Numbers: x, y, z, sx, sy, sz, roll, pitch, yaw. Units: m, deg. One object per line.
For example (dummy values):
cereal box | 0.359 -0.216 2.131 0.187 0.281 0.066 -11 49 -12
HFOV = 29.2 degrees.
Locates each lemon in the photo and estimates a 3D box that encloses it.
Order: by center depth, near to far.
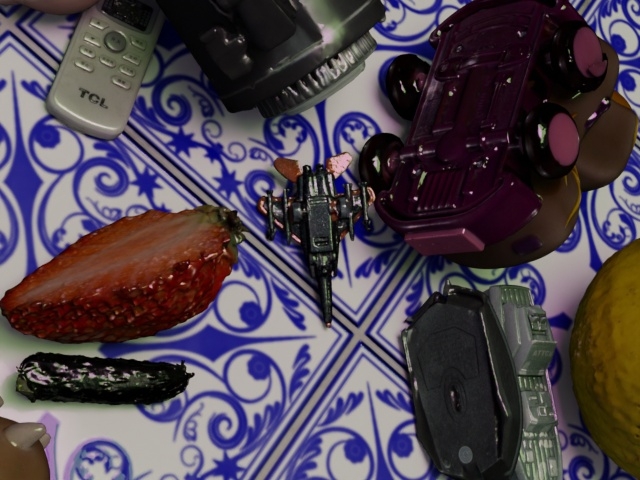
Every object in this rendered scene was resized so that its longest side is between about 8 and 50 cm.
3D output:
lemon | 0.411 0.130 1.382 0.268 0.268 0.322 26 49 -17

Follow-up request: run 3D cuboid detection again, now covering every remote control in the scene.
remote control | -0.225 -0.199 1.309 0.087 0.029 0.190 25 63 -17

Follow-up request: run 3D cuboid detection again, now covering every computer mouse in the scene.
computer mouse | 0.163 0.156 1.332 0.071 0.126 0.231 2 71 -45

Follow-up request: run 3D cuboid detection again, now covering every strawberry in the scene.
strawberry | -0.177 0.048 1.191 0.235 0.175 0.107 -16 113 2

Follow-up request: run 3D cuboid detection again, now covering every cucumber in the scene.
cucumber | -0.207 0.134 1.184 0.181 0.053 0.053 4 70 -27

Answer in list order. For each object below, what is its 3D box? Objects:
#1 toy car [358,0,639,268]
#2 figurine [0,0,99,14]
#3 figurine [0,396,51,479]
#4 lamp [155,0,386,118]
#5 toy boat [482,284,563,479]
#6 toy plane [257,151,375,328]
toy car | 0.222 -0.105 1.397 0.240 0.271 0.341 39 61 -35
figurine | -0.270 -0.293 1.263 0.125 0.138 0.125 -1 92 -44
figurine | -0.311 0.246 1.014 0.173 0.177 0.247 15 53 -2
lamp | -0.065 -0.270 1.304 0.272 0.205 0.374 53 11 -34
toy boat | 0.231 0.174 1.370 0.078 0.085 0.261 6 69 -35
toy plane | 0.000 -0.001 1.332 0.130 0.061 0.189 -5 76 -4
